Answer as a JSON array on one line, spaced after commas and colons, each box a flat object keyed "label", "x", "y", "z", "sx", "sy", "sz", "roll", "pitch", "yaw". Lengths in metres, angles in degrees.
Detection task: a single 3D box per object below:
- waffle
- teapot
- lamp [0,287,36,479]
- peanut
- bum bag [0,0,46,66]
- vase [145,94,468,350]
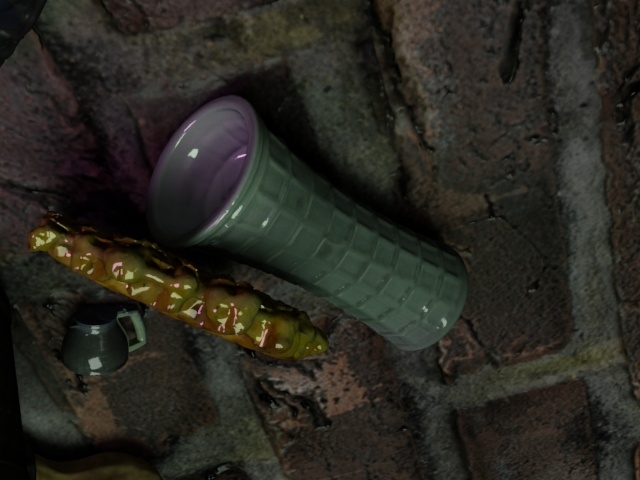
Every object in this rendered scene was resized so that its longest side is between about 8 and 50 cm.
[{"label": "waffle", "x": -0.115, "y": 0.044, "z": 1.091, "sx": 0.291, "sy": 0.291, "sz": 0.051, "roll": 27, "pitch": 83, "yaw": -32}, {"label": "teapot", "x": -0.213, "y": 0.093, "z": 1.253, "sx": 0.088, "sy": 0.066, "sz": 0.057, "roll": -12, "pitch": 122, "yaw": -30}, {"label": "lamp", "x": -0.373, "y": 0.160, "z": 1.132, "sx": 0.205, "sy": 0.272, "sz": 0.374, "roll": -17, "pitch": 135, "yaw": 4}, {"label": "peanut", "x": -0.304, "y": 0.280, "z": 1.388, "sx": 0.274, "sy": 0.111, "sz": 0.125, "roll": -1, "pitch": 120, "yaw": -14}, {"label": "bum bag", "x": -0.223, "y": -0.227, "z": 0.914, "sx": 0.137, "sy": 0.074, "sz": 0.310, "roll": 17, "pitch": 136, "yaw": -41}, {"label": "vase", "x": 0.000, "y": 0.000, "z": 1.144, "sx": 0.143, "sy": 0.143, "sz": 0.299, "roll": -38, "pitch": 132, "yaw": 25}]
